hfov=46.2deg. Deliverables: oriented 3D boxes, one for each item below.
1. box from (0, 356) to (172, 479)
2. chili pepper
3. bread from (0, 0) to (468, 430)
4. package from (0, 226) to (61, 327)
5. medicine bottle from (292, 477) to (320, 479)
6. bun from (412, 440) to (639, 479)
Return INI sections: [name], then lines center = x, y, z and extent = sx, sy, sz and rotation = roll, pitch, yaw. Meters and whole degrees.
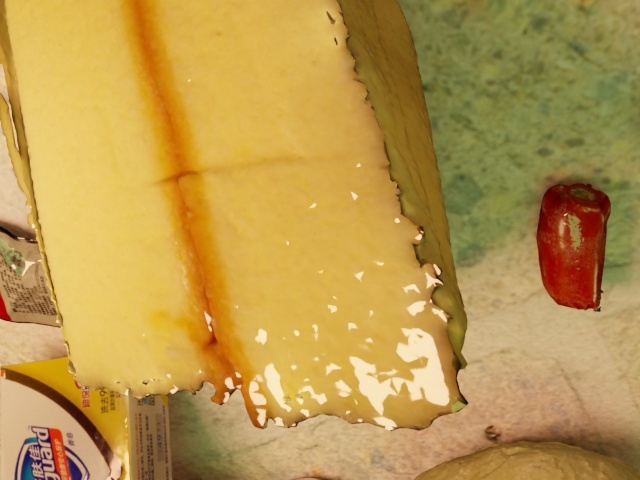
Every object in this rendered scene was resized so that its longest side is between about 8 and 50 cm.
[box]
center = -0.262, 0.263, 0.847
extent = 0.168, 0.265, 0.097
rotation = -8, 166, 12
[chili pepper]
center = 0.244, 0.003, 0.724
extent = 0.070, 0.073, 0.123
rotation = 16, 129, 37
[bread]
center = -0.110, -0.082, 0.500
extent = 0.346, 0.404, 0.242
rotation = -21, 130, 28
[package]
center = -0.275, 0.051, 0.840
extent = 0.239, 0.030, 0.154
rotation = 7, 125, 2
[medicine bottle]
center = 0.018, 0.446, 1.010
extent = 0.133, 0.133, 0.249
rotation = -18, 120, 18
[bun]
center = 0.241, 0.363, 0.870
extent = 0.353, 0.227, 0.348
rotation = -8, 122, 9
